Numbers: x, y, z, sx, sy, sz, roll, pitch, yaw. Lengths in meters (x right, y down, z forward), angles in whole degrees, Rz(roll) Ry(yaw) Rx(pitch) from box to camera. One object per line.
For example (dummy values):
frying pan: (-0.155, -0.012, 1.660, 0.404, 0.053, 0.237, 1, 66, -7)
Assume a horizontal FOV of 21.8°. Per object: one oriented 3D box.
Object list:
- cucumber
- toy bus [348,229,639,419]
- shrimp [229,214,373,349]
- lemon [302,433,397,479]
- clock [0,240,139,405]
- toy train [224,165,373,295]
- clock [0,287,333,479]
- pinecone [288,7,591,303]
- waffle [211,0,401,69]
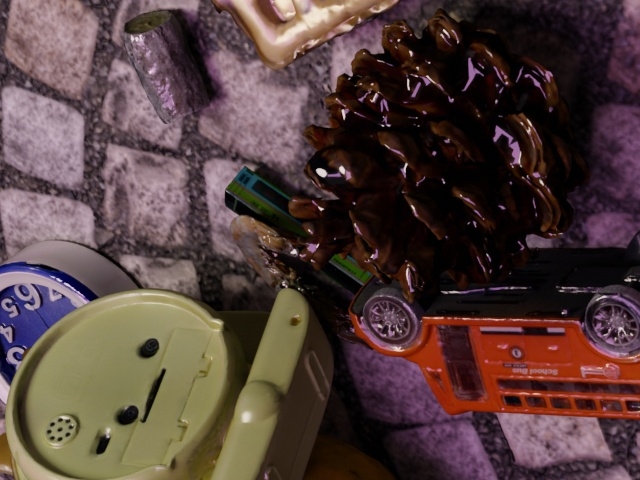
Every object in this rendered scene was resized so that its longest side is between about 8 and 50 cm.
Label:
cucumber: (-0.153, -0.168, 1.643, 0.064, 0.064, 0.112, -5, 117, 33)
toy bus: (0.197, 0.080, 1.524, 0.329, 0.143, 0.153, 0, 118, 30)
shrimp: (-0.012, 0.038, 1.657, 0.195, 0.035, 0.148, 38, 160, 3)
lemon: (-0.052, 0.328, 1.736, 0.316, 0.285, 0.285, -1, 119, 56)
clock: (-0.288, 0.114, 1.882, 0.230, 0.083, 0.230, 14, 124, 21)
toy train: (0.000, 0.000, 1.659, 0.209, 0.042, 0.044, 34, 163, 9)
clock: (-0.178, 0.173, 1.656, 0.348, 0.286, 0.117, 4, 144, 21)
pinecone: (0.105, -0.060, 1.431, 0.243, 0.257, 0.243, 26, 166, 7)
waffle: (-0.033, -0.359, 1.421, 0.261, 0.114, 0.376, -22, 104, 39)
